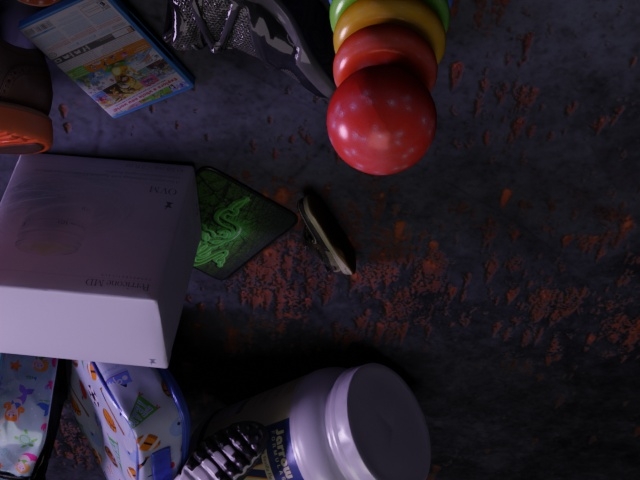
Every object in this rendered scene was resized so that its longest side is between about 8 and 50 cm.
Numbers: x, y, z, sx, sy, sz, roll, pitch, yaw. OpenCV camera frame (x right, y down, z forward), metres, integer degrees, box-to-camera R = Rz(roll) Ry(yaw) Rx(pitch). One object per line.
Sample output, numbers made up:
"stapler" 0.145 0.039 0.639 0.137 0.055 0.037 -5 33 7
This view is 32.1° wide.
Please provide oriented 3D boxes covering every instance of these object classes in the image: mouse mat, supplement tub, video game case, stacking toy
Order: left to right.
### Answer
"video game case" -0.235 -0.207 1.236 0.119 0.015 0.166 -17 140 25
"mouse mat" -0.140 -0.018 1.472 0.153 0.007 0.190 29 137 -25
"supplement tub" -0.020 0.329 1.697 0.325 0.235 0.235 -26 131 33
"stacking toy" 0.061 -0.195 0.972 0.141 0.330 0.141 4 140 3

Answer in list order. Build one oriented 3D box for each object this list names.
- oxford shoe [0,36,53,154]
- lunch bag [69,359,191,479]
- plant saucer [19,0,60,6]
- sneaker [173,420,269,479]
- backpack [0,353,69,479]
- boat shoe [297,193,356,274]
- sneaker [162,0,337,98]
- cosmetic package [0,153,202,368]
"oxford shoe" -0.424 -0.187 1.121 0.130 0.132 0.364 -5 168 32
"lunch bag" -0.277 0.268 1.652 0.115 0.243 0.303 -23 147 -25
"plant saucer" -0.302 -0.282 1.165 0.084 0.013 0.083 4 141 4
"sneaker" -0.160 0.351 1.603 0.234 0.078 0.106 -45 156 -2
"backpack" -0.477 0.258 1.684 0.191 0.225 0.253 15 136 -19
"boat shoe" 0.000 0.000 1.434 0.049 0.056 0.152 -16 136 17
"sneaker" -0.075 -0.221 1.156 0.130 0.087 0.227 -25 128 35
"cosmetic package" -0.279 0.021 1.359 0.224 0.224 0.138 5 139 4
